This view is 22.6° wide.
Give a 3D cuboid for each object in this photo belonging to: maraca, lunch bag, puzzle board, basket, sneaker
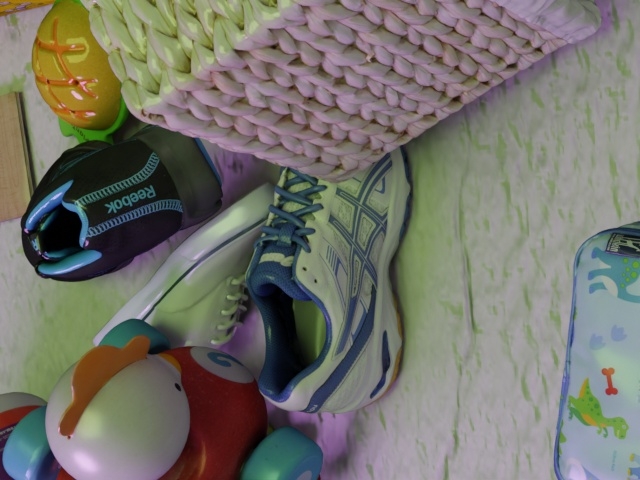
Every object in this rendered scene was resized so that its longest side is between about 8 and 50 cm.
[{"bbox_3d":[-0.223,-0.153,1.527,0.127,0.099,0.186,48,144,25],"label":"maraca"},{"bbox_3d":[0.269,0.098,1.177,0.176,0.090,0.219,14,103,33],"label":"lunch bag"},{"bbox_3d":[-0.337,-0.083,1.666,0.096,0.011,0.128,-11,86,38],"label":"puzzle board"},{"bbox_3d":[-0.018,-0.248,1.182,0.266,0.331,0.328,-35,69,20],"label":"basket"},{"bbox_3d":[0.000,0.000,1.346,0.112,0.131,0.296,-6,88,39],"label":"sneaker"},{"bbox_3d":[-0.222,-0.024,1.456,0.125,0.139,0.341,63,150,-1],"label":"sneaker"},{"bbox_3d":[-0.103,0.048,1.464,0.091,0.094,0.258,47,124,3],"label":"sneaker"}]

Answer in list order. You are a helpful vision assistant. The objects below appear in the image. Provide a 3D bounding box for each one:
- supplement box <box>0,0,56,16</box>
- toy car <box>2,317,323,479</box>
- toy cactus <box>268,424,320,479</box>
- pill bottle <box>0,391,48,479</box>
[{"bbox_3d":[-0.390,-0.401,1.569,0.195,0.194,0.357,-7,89,37],"label":"supplement box"},{"bbox_3d":[-0.141,0.142,1.294,0.219,0.210,0.238,33,156,24],"label":"toy car"},{"bbox_3d":[-0.098,0.240,1.464,0.219,0.112,0.180,16,113,26],"label":"toy cactus"},{"bbox_3d":[-0.253,0.311,1.525,0.323,0.181,0.181,48,119,24],"label":"pill bottle"}]
